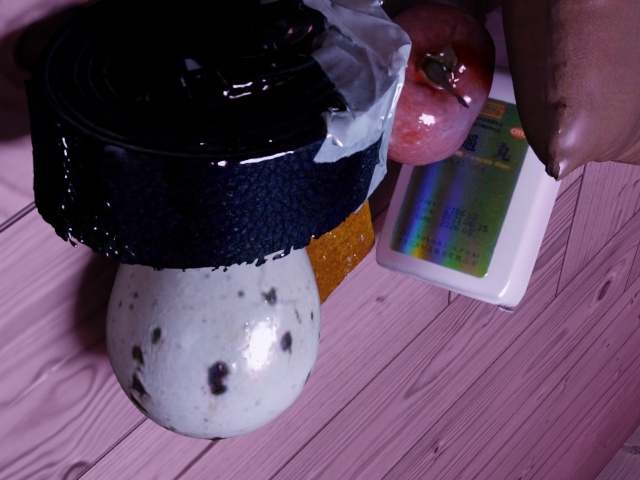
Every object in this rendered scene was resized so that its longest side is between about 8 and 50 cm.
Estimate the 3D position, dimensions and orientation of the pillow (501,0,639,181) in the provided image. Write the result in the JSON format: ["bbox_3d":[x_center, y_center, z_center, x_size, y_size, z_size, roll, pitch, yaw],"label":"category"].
[{"bbox_3d":[0.195,-0.190,0.687,0.307,0.108,0.306,-4,91,-58],"label":"pillow"}]

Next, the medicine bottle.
[{"bbox_3d":[0.127,-0.066,0.784,0.078,0.115,0.219,17,91,-60],"label":"medicine bottle"}]

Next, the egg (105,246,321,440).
[{"bbox_3d":[-0.064,0.037,0.610,0.131,0.131,0.164,-12,107,-53],"label":"egg"}]

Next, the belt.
[{"bbox_3d":[-0.040,-0.065,0.489,0.198,0.151,0.078,-34,146,-38],"label":"belt"}]

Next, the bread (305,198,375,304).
[{"bbox_3d":[0.000,0.000,0.754,0.090,0.035,0.094,-45,151,-18],"label":"bread"}]

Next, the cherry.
[{"bbox_3d":[0.066,-0.100,0.693,0.106,0.087,0.126,-45,170,-33],"label":"cherry"}]
